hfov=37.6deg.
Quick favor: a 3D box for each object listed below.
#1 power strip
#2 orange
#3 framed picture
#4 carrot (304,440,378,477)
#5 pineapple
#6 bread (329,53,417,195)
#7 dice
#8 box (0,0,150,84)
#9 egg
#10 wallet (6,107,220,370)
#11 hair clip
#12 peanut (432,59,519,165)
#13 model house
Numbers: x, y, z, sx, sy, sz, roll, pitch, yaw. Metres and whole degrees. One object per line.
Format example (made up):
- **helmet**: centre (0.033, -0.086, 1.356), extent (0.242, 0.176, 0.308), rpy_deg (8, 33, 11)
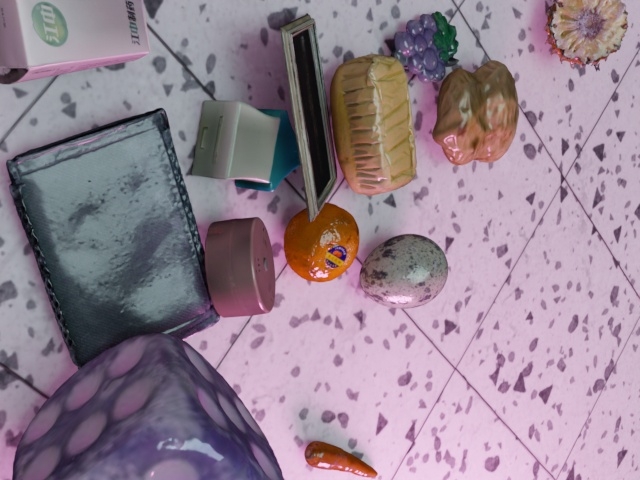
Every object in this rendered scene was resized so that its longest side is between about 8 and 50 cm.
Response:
- **power strip**: centre (-0.118, 0.043, 1.428), extent (0.154, 0.078, 0.154), rpy_deg (-8, 90, -81)
- **orange**: centre (0.001, 0.001, 1.549), extent (0.135, 0.117, 0.136), rpy_deg (-10, 118, -20)
- **framed picture**: centre (-0.013, -0.199, 1.474), extent (0.231, 0.018, 0.293), rpy_deg (-62, 145, -69)
- **carrot**: centre (0.044, 0.403, 1.704), extent (0.216, 0.048, 0.048), rpy_deg (30, 78, -45)
- **pineapple**: centre (0.533, -0.438, 1.933), extent (0.161, 0.137, 0.176), rpy_deg (7, 99, 0)
- **bread**: centre (0.087, -0.195, 1.588), extent (0.140, 0.106, 0.236), rpy_deg (-23, 110, -50)
- **dice**: centre (-0.224, 0.309, 1.252), extent (0.270, 0.270, 0.271), rpy_deg (-37, 117, 1)
- **box**: centre (-0.340, -0.372, 1.173), extent (0.173, 0.145, 0.333), rpy_deg (-17, 108, -36)
- **egg**: centre (0.146, 0.056, 1.672), extent (0.172, 0.132, 0.132), rpy_deg (-13, 106, -27)
- **wallet**: centre (-0.287, 0.007, 1.332), extent (0.237, 0.075, 0.342), rpy_deg (-26, 116, -28)
- **hair clip**: centre (0.189, -0.346, 1.705), extent (0.195, 0.052, 0.124), rpy_deg (-32, 116, -41)
- **peanut**: centre (0.291, -0.234, 1.762), extent (0.233, 0.110, 0.197), rpy_deg (-15, 115, -37)
- **model house**: centre (-0.105, -0.143, 1.442), extent (0.149, 0.100, 0.127), rpy_deg (9, 91, -39)
